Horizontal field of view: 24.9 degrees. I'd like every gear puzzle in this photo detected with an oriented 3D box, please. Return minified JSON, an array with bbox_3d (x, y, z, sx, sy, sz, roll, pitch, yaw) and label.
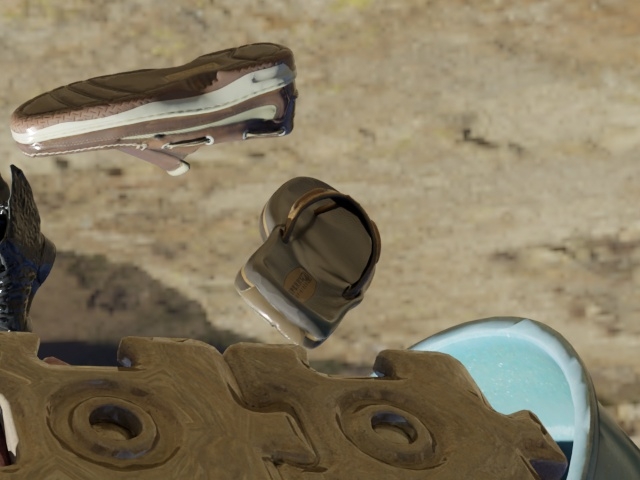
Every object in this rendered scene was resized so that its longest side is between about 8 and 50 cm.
[{"bbox_3d":[0.026,0.135,0.289,0.175,0.044,0.339,4,-149,-27],"label":"gear puzzle"}]

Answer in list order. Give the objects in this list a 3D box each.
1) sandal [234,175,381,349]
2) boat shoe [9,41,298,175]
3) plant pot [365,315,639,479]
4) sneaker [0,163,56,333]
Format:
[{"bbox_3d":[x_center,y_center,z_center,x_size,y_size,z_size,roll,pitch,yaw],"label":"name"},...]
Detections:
[{"bbox_3d":[0.000,0.000,0.926,0.060,0.090,0.219,-52,180,19],"label":"sandal"},{"bbox_3d":[-0.137,-0.098,1.271,0.257,0.095,0.095,-14,-155,-14],"label":"boat shoe"},{"bbox_3d":[0.131,0.278,0.836,0.334,0.341,0.341,41,151,-17],"label":"plant pot"},{"bbox_3d":[-0.279,0.026,1.255,0.051,0.170,0.089,-1,147,26],"label":"sneaker"}]
